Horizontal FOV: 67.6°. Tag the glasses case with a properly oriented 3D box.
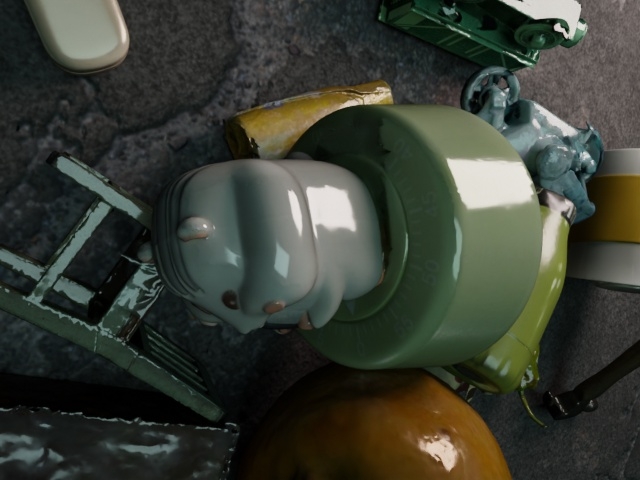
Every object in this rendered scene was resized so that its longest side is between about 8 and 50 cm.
[{"bbox_3d":[-0.252,-0.261,0.457,0.083,0.050,0.196,-23,108,-23],"label":"glasses case"}]

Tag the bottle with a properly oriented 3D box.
[{"bbox_3d":[0.235,0.051,0.589,0.112,0.112,0.260,42,70,-25],"label":"bottle"}]

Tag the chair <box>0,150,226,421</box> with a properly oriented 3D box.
[{"bbox_3d":[-0.182,0.043,0.491,0.270,0.136,0.147,38,83,-24],"label":"chair"}]

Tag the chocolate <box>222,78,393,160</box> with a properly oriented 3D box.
[{"bbox_3d":[-0.005,-0.147,0.585,0.219,0.086,0.085,-28,109,-24],"label":"chocolate"}]

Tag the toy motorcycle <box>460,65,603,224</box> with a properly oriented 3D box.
[{"bbox_3d":[0.275,-0.108,0.690,0.260,0.154,0.206,24,111,-20],"label":"toy motorcycle"}]

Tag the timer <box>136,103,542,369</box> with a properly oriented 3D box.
[{"bbox_3d":[0.000,0.000,0.443,0.315,0.291,0.290,-3,100,-43],"label":"timer"}]

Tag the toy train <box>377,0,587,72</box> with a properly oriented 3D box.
[{"bbox_3d":[0.218,-0.312,0.614,0.269,0.154,0.115,10,95,-26],"label":"toy train"}]

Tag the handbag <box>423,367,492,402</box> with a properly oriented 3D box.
[{"bbox_3d":[0.211,0.134,0.699,0.213,0.127,0.235,-10,104,-27],"label":"handbag"}]

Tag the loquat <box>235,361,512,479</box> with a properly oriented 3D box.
[{"bbox_3d":[0.057,0.298,0.544,0.328,0.328,0.328,-4,100,-25],"label":"loquat"}]

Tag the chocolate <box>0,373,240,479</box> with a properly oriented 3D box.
[{"bbox_3d":[-0.252,0.210,0.503,0.321,0.112,0.112,16,90,-25],"label":"chocolate"}]

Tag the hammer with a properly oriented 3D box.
[{"bbox_3d":[0.531,0.164,0.768,0.168,0.044,0.440,4,132,-32],"label":"hammer"}]

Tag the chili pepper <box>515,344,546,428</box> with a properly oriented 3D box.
[{"bbox_3d":[0.327,0.196,0.797,0.072,0.073,0.204,6,84,-8],"label":"chili pepper"}]

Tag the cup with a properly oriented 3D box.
[{"bbox_3d":[0.519,-0.026,0.811,0.241,0.185,0.226,5,91,-60],"label":"cup"}]
